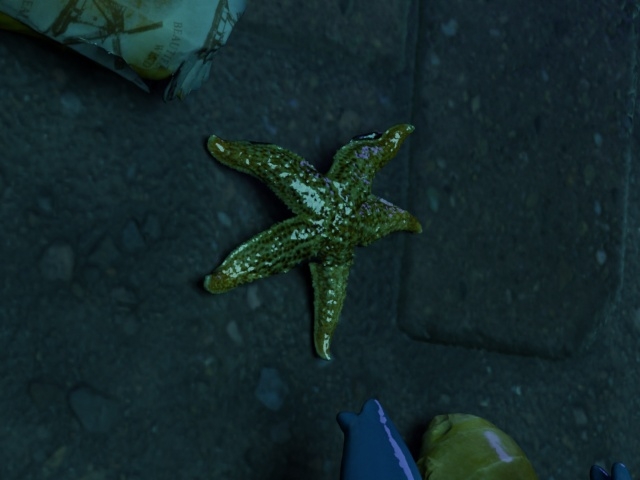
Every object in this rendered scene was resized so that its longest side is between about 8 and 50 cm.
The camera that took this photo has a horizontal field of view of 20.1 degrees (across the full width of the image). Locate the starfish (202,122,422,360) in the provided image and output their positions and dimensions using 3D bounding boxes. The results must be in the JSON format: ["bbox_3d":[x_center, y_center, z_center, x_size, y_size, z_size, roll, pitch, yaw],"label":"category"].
[{"bbox_3d":[0.000,0.000,1.323,0.208,0.053,0.175,-11,101,-30],"label":"starfish"}]

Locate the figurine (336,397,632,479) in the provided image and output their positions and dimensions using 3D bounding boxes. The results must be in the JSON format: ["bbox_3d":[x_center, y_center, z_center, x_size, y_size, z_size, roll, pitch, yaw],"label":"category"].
[{"bbox_3d":[0.099,0.283,1.210,0.243,0.416,0.297,-45,141,-65],"label":"figurine"}]

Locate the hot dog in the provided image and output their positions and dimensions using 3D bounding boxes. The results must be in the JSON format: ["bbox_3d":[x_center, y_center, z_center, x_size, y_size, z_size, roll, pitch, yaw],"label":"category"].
[{"bbox_3d":[-0.162,-0.199,1.208,0.270,0.082,0.162,27,70,-33],"label":"hot dog"}]

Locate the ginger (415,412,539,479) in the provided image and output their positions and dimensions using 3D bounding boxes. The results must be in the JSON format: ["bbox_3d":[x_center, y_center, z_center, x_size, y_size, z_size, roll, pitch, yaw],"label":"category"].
[{"bbox_3d":[0.222,0.310,1.395,0.363,0.122,0.348,12,69,-44],"label":"ginger"}]
